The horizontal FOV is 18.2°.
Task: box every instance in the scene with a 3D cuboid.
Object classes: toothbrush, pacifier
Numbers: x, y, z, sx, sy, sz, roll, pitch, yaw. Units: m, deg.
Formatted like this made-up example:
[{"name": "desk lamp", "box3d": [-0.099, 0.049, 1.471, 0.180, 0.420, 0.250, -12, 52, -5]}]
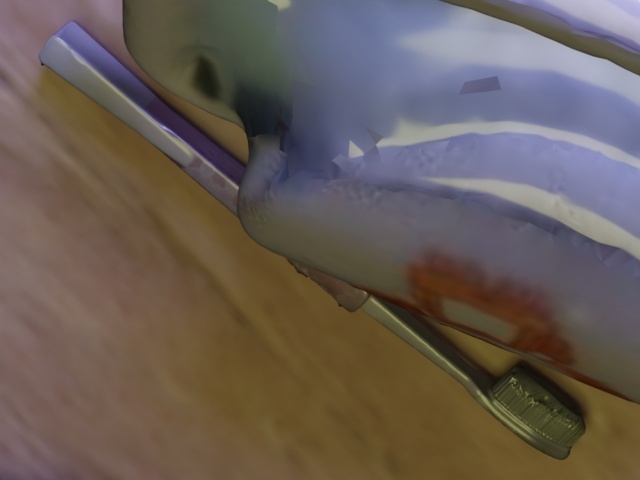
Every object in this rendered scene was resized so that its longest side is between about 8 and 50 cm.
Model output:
[{"name": "toothbrush", "box3d": [-0.001, 0.001, 0.582, 0.194, 0.014, 0.017, 37, 121, -2]}, {"name": "pacifier", "box3d": [0.082, -0.072, 0.448, 0.279, 0.227, 0.207, 22, 81, 6]}]
